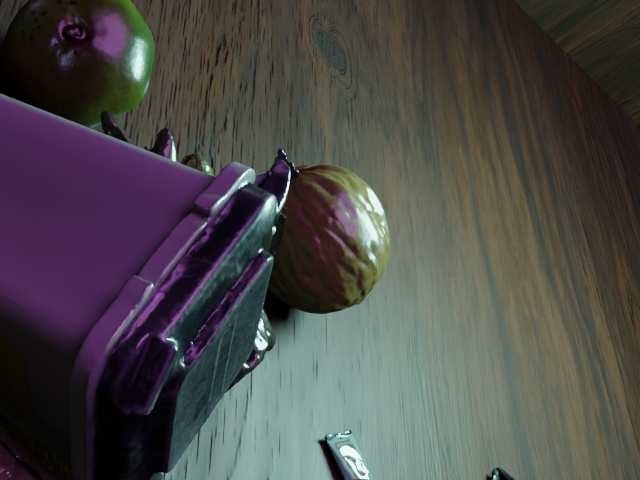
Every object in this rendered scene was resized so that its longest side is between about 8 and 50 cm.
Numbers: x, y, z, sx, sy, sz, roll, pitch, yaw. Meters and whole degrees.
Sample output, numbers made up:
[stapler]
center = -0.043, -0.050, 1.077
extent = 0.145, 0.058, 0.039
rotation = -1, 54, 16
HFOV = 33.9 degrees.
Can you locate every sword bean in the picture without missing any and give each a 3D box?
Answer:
[sword bean]
center = -0.123, -0.021, 1.294
extent = 0.043, 0.038, 0.269
rotation = 53, -11, 30

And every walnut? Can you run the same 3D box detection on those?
[walnut]
center = 0.000, 0.000, 1.450
extent = 0.213, 0.213, 0.213
rotation = 35, 36, -31

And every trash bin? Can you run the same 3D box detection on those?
[trash bin]
center = -0.233, 0.009, 0.924
extent = 0.367, 0.256, 0.296
rotation = 27, 52, 10

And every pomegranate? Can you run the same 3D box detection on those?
[pomegranate]
center = -0.289, -0.219, 1.287
extent = 0.180, 0.180, 0.210
rotation = 58, -4, 5

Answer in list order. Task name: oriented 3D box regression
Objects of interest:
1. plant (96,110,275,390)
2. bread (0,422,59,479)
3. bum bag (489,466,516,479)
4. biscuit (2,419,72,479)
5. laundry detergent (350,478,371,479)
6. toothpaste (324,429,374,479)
[plant]
center = -0.189, 0.025, 1.147
extent = 0.321, 0.194, 0.181
rotation = 54, 27, -8
[bread]
center = -0.248, 0.206, 0.851
extent = 0.214, 0.053, 0.073
rotation = 52, 52, -7
[bum bag]
center = 0.281, 0.445, 1.523
extent = 0.137, 0.074, 0.310
rotation = 42, 25, 1
[biscuit]
center = -0.242, 0.224, 0.979
extent = 0.170, 0.050, 0.170
rotation = 4, 80, -22
[laundry detergent]
center = -0.024, 0.317, 1.012
extent = 0.105, 0.280, 0.215
rotation = 50, 30, -8
[toothpaste]
center = 0.064, 0.342, 1.359
extent = 0.056, 0.036, 0.205
rotation = 3, 54, -52
